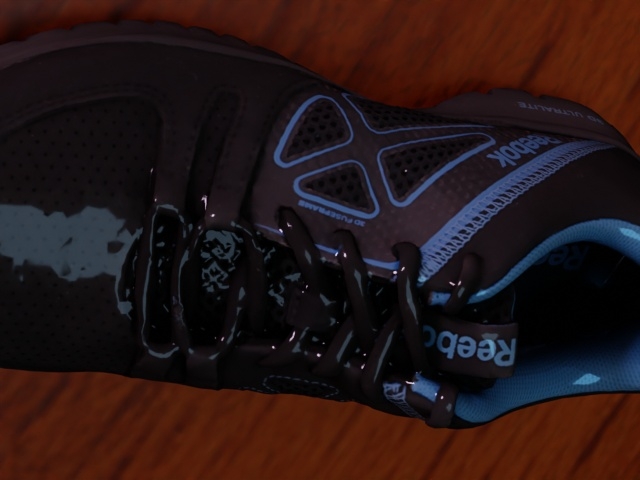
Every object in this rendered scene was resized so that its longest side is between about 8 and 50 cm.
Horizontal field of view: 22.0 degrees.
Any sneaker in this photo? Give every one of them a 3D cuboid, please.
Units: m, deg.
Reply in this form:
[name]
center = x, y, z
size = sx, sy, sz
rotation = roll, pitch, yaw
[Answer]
[sneaker]
center = 0.000, 0.000, 0.591
size = 0.341, 0.139, 0.125
rotation = -2, 116, -23
